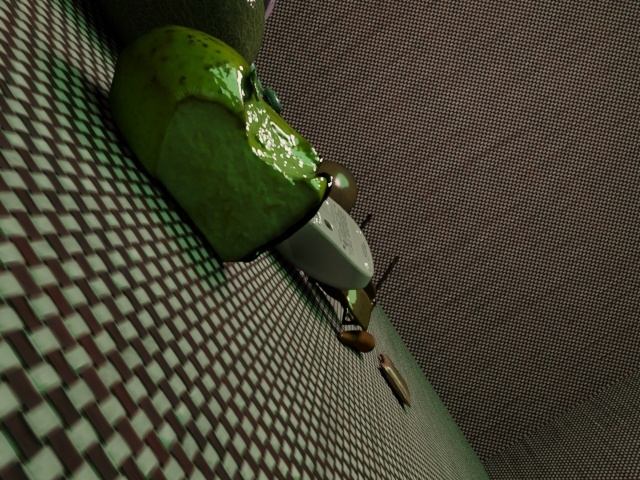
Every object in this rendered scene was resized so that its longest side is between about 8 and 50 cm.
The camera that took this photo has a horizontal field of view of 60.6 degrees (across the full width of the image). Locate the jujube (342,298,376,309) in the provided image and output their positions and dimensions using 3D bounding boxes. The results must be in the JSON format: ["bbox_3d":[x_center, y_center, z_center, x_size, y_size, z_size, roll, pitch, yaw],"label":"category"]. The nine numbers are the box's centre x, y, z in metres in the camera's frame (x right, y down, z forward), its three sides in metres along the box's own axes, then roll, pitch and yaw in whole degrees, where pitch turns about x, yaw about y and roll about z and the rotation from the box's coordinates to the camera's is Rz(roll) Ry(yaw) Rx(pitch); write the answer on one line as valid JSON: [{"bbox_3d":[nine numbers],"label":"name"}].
[{"bbox_3d":[0.089,0.135,1.510,0.166,0.104,0.104,54,3,22],"label":"jujube"}]

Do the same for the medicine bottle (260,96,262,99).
[{"bbox_3d":[-0.156,-0.232,1.140,0.134,0.133,0.274,59,4,21],"label":"medicine bottle"}]

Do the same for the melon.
[{"bbox_3d":[-0.206,-0.366,0.833,0.238,0.237,0.302,60,1,34],"label":"melon"}]

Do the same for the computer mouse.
[{"bbox_3d":[-0.017,-0.009,1.043,0.297,0.121,0.184,41,24,-42],"label":"computer mouse"}]

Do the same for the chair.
[{"bbox_3d":[0.060,0.082,1.219,0.159,0.172,0.247,54,48,-33],"label":"chair"}]

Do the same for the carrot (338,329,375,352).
[{"bbox_3d":[0.074,0.209,1.162,0.048,0.048,0.216,59,9,24],"label":"carrot"}]

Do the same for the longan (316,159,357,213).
[{"bbox_3d":[0.015,-0.181,2.090,0.258,0.258,0.258,57,4,-6],"label":"longan"}]

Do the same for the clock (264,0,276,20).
[{"bbox_3d":[-0.207,-0.544,1.222,0.113,0.296,0.322,42,31,8],"label":"clock"}]

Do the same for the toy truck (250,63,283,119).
[{"bbox_3d":[-0.195,-0.338,1.386,0.279,0.154,0.156,59,-5,27],"label":"toy truck"}]

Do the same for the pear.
[{"bbox_3d":[-0.123,-0.139,0.654,0.255,0.163,0.238,54,8,-29],"label":"pear"}]

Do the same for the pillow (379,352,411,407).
[{"bbox_3d":[0.201,0.371,1.470,0.135,0.034,0.211,54,2,6],"label":"pillow"}]
